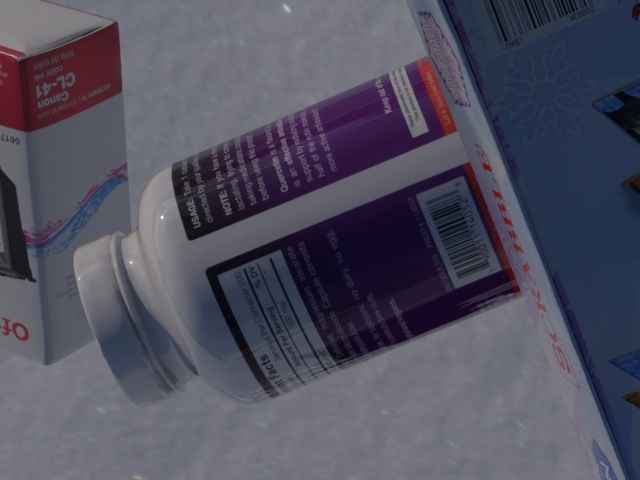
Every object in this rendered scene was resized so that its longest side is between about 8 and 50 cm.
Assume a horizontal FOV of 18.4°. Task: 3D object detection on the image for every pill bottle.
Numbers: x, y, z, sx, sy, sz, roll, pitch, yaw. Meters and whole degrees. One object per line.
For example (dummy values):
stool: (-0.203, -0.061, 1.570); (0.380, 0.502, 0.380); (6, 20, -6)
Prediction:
pill bottle: (0.000, 0.000, 1.376); (0.323, 0.181, 0.181); (-22, 73, 5)

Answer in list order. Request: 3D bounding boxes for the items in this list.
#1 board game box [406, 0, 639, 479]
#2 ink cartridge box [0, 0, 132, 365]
board game box: (0.238, -0.031, 0.871); (0.318, 0.066, 0.318); (-23, 103, -6)
ink cartridge box: (-0.295, -0.067, 1.813); (0.226, 0.131, 0.306); (17, 119, 33)
